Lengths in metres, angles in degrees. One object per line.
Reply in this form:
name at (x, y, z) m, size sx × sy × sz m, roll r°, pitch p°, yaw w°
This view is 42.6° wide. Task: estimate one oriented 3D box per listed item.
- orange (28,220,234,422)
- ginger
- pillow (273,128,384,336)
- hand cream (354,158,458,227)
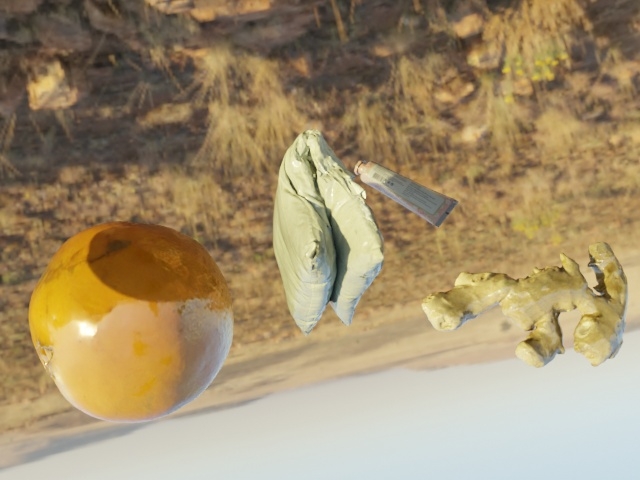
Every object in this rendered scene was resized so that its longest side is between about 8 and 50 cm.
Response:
orange at (-0.282, 0.118, 1.242) m, size 0.312 × 0.312 × 0.312 m, roll -12°, pitch 170°, yaw -2°
ginger at (0.254, 0.088, 0.977) m, size 0.259 × 0.149 × 0.065 m, roll -9°, pitch 153°, yaw -9°
pillow at (0.000, 0.000, 0.740) m, size 0.078 × 0.134 × 0.181 m, roll -13°, pitch 156°, yaw -13°
hand cream at (0.155, -0.096, 1.547) m, size 0.067 × 0.210 × 0.043 m, roll -48°, pitch 152°, yaw -19°
